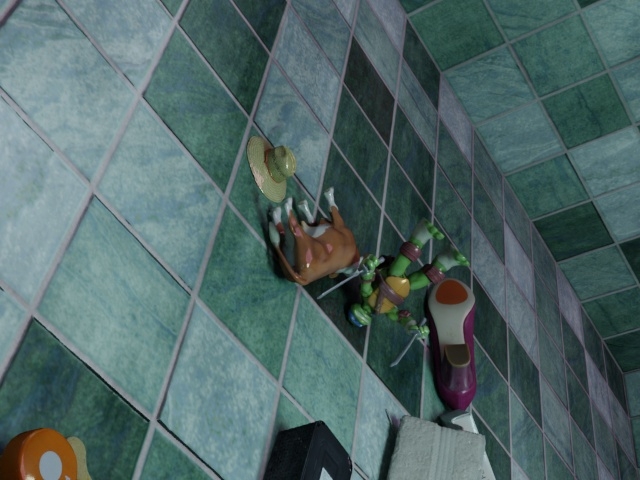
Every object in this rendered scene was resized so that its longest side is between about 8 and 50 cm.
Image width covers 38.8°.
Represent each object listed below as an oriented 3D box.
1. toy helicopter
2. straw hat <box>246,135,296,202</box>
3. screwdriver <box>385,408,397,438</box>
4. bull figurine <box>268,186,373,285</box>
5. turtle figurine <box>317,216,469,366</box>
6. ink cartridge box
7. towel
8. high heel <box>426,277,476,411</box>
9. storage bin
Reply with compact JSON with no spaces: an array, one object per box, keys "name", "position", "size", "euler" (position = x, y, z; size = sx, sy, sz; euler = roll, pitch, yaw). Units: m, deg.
[{"name":"toy helicopter","position":[-0.265,0.342,1.032],"size":[0.355,0.140,0.235],"euler":[20,55,-60]},{"name":"straw hat","position":[-0.082,-0.153,1.819],"size":[0.144,0.061,0.144],"euler":[41,38,-43]},{"name":"screwdriver","position":[0.167,0.437,1.917],"size":[0.024,0.025,0.170],"euler":[-5,67,-62]},{"name":"bull figurine","position":[0.000,0.000,1.822],"size":[0.188,0.101,0.310],"euler":[66,24,3]},{"name":"turtle figurine","position":[0.171,0.100,1.839],"size":[0.198,0.266,0.274],"euler":[46,5,12]},{"name":"ink cartridge box","position":[0.360,0.524,2.040],"size":[0.239,0.060,0.275],"euler":[132,-61,-82]},{"name":"towel","position":[0.226,0.473,1.815],"size":[0.282,0.187,0.049],"euler":[-68,171,-51]},{"name":"high heel","position":[0.329,0.259,2.298],"size":[0.377,0.127,0.181],"euler":[-78,167,-54]},{"name":"storage bin","position":[-0.022,0.403,1.500],"size":[0.122,0.084,0.180],"euler":[56,28,-24]}]
